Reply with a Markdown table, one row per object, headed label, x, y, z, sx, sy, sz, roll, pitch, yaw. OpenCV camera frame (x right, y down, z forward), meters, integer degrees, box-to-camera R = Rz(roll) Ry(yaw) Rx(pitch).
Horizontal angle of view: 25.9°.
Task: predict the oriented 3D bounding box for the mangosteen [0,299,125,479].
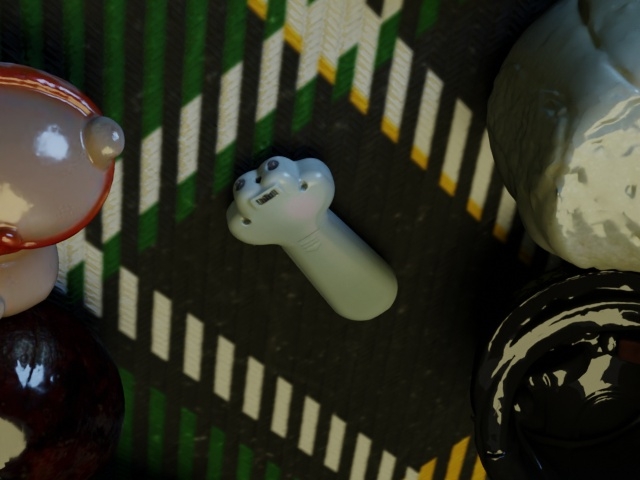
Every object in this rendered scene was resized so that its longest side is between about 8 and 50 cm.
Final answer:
| label | x | y | z | sx | sy | sz | roll | pitch | yaw |
| --- | --- | --- | --- | --- | --- | --- | --- | --- | --- |
| mangosteen | -0.266 | 0.147 | 1.103 | 0.216 | 0.216 | 0.216 | -8 | 133 | -8 |

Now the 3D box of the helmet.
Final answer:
| label | x | y | z | sx | sy | sz | roll | pitch | yaw |
| --- | --- | --- | --- | --- | --- | --- | --- | --- | --- |
| helmet | 0.235 | 0.113 | 1.242 | 0.230 | 0.160 | 0.279 | -26 | 118 | 8 |

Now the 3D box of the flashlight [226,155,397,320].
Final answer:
| label | x | y | z | sx | sy | sz | roll | pitch | yaw |
| --- | --- | --- | --- | --- | --- | --- | --- | --- | --- |
| flashlight | 0.000 | 0.000 | 1.154 | 0.093 | 0.047 | 0.200 | -31 | 134 | 14 |

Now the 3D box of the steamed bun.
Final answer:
| label | x | y | z | sx | sy | sz | roll | pitch | yaw |
| --- | --- | --- | --- | --- | --- | --- | --- | --- | --- |
| steamed bun | 0.328 | -0.094 | 1.026 | 0.383 | 0.247 | 0.236 | 8 | 118 | -14 |

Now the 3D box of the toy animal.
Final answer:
| label | x | y | z | sx | sy | sz | roll | pitch | yaw |
| --- | --- | --- | --- | --- | --- | --- | --- | --- | --- |
| toy animal | -0.234 | -0.040 | 0.986 | 0.171 | 0.171 | 0.198 | 12 | 133 | -25 |
